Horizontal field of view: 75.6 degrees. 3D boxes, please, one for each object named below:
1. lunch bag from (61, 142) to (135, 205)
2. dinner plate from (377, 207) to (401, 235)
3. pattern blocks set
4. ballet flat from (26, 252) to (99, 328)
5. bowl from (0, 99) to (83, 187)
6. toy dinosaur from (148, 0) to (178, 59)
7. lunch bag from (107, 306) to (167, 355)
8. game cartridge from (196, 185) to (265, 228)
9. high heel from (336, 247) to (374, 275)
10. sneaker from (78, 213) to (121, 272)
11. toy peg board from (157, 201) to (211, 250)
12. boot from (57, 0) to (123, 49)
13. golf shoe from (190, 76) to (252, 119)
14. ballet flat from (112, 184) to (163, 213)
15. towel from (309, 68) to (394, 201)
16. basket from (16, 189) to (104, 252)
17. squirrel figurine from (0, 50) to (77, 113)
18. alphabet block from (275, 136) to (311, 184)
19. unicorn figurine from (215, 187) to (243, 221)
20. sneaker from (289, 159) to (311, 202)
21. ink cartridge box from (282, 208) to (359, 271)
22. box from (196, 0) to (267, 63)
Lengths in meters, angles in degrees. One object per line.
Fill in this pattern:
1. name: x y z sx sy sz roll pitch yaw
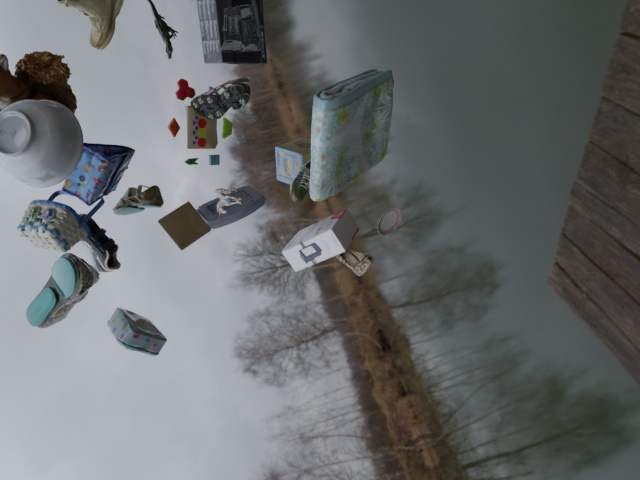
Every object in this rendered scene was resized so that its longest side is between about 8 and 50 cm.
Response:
1. lunch bag: -0.925 -0.300 1.773 0.138 0.221 0.293 32 -163 -5
2. dinner plate: 0.309 -0.087 1.860 0.017 0.141 0.141 41 157 44
3. pattern blocks set: -0.490 -0.470 1.699 0.026 0.285 0.325 23 107 40
4. ballet flat: -0.985 0.184 1.623 0.164 0.482 0.182 55 -150 9
5. bowl: -0.935 -0.326 1.317 0.134 0.297 0.298 27 -135 -84
6. toy dinosaur: -0.653 -0.887 1.693 0.118 0.063 0.268 -79 -34 -68
7. lunch bag: -0.861 0.435 1.944 0.279 0.108 0.224 25 168 45
8. game cartridge: -0.416 -0.157 1.926 0.196 0.294 0.060 33 144 47
9. high heel: 0.135 0.064 1.789 0.186 0.093 0.261 45 165 6
10. sneaker: -1.068 0.011 2.004 0.126 0.127 0.322 -76 -18 -55
11. toy peg board: -0.598 -0.056 1.812 0.161 0.160 0.079 52 152 -4
12. boot: -0.853 -0.832 1.501 0.095 0.262 0.203 52 -147 12
13. golf shoe: -0.375 -0.550 1.592 0.105 0.272 0.120 59 -144 -42
14. ballet flat: -0.867 -0.200 1.960 0.116 0.342 0.124 7 -101 -52
15. towel: 0.101 -0.328 1.260 0.090 0.374 0.321 26 134 29
16. basket: -1.108 -0.102 1.773 0.201 0.254 0.289 84 -164 -45
17. squirrel figurine: -1.168 -0.581 1.617 0.371 0.280 0.397 70 -144 -52
18. alphabet block: -0.098 -0.405 2.136 0.193 0.197 0.193 25 129 32
19. unicorn figurine: -0.349 -0.150 1.543 0.162 0.111 0.060 79 -171 -50
20. sneaker: -0.056 -0.231 1.526 0.064 0.086 0.192 33 -134 -21
21. ink cartridge box: 0.000 0.000 1.509 0.100 0.237 0.172 57 -146 -14
22. box: -0.273 -0.712 1.277 0.242 0.076 0.308 -37 -50 -56
